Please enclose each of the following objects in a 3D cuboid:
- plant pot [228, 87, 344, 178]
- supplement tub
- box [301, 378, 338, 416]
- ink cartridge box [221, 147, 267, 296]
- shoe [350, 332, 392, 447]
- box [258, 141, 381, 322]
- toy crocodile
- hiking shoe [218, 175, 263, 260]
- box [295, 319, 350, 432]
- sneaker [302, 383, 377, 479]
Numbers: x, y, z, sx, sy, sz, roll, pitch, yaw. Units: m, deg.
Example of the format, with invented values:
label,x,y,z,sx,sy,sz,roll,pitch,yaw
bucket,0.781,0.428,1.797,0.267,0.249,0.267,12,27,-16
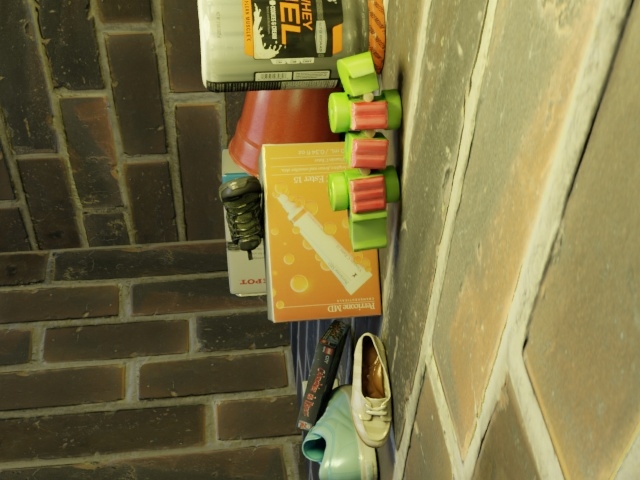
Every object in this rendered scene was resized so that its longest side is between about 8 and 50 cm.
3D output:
label,x,y,z,sx,sy,sz,roll,pitch,yaw
plant pot,-0.060,-0.305,2.026,0.272,0.273,0.265,-102,19,-52
supplement tub,-0.054,-0.362,1.573,0.193,0.316,0.193,176,90,-83
box,-0.001,0.446,2.512,0.102,0.101,0.087,100,166,-64
ink cartridge box,-0.123,-0.055,2.485,0.166,0.286,0.394,-101,9,-56
shoe,0.094,0.280,1.686,0.058,0.077,0.218,90,177,-71
box,-0.006,-0.015,1.787,0.168,0.215,0.345,156,110,-83
toy crocodile,0.074,-0.139,1.457,0.105,0.115,0.340,-111,19,-68
hiking shoe,-0.141,-0.043,1.742,0.227,0.086,0.114,90,161,-69
box,0.006,0.324,2.141,0.159,0.044,0.233,-42,-32,-70
sneaker,0.028,0.431,2.025,0.366,0.150,0.135,-117,25,-75
